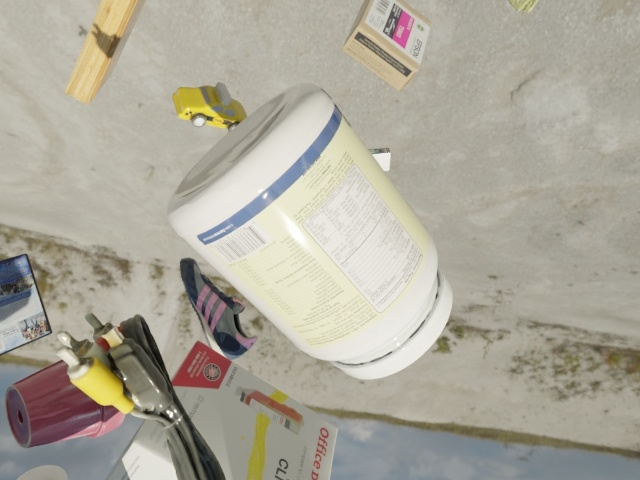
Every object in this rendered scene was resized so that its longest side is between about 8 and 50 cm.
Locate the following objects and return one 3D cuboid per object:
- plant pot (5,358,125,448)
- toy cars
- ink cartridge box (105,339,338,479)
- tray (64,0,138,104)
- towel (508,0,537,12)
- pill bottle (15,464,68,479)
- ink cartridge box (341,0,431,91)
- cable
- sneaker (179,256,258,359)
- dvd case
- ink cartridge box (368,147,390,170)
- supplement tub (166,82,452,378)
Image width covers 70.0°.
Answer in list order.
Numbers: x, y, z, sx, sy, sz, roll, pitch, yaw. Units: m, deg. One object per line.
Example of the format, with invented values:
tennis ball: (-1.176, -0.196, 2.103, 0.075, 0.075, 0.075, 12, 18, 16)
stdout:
plant pot: (-0.546, 0.340, 0.975, 0.201, 0.202, 0.180, 7, -170, 37)
toy cars: (-0.161, -0.264, 1.101, 0.393, 0.177, 0.087, 35, 128, -10)
ink cartridge box: (-0.172, 0.431, 0.934, 0.384, 0.160, 0.279, 34, -153, -7)
tray: (-0.565, -0.588, 1.256, 0.076, 0.203, 0.411, 28, 126, -25)
towel: (0.337, -0.477, 0.776, 0.027, 0.148, 0.110, -33, 171, -36)
pill bottle: (-0.752, 0.771, 1.243, 0.160, 0.284, 0.160, 6, -159, -2)
ink cartridge box: (0.181, -0.542, 1.210, 0.193, 0.235, 0.088, 29, 146, -15)
cable: (-0.209, 0.207, 0.565, 0.072, 0.288, 0.139, -25, -163, -1)
sneaker: (-0.284, 0.175, 1.286, 0.130, 0.319, 0.112, -26, 175, -1)
dvd case: (-0.878, 0.182, 1.278, 0.022, 0.253, 0.180, -2, -165, 35)
ink cartridge box: (0.137, -0.225, 1.288, 0.114, 0.029, 0.063, -4, 137, -1)
supplement tub: (0.000, 0.000, 0.581, 0.325, 0.235, 0.235, 48, 157, -25)
